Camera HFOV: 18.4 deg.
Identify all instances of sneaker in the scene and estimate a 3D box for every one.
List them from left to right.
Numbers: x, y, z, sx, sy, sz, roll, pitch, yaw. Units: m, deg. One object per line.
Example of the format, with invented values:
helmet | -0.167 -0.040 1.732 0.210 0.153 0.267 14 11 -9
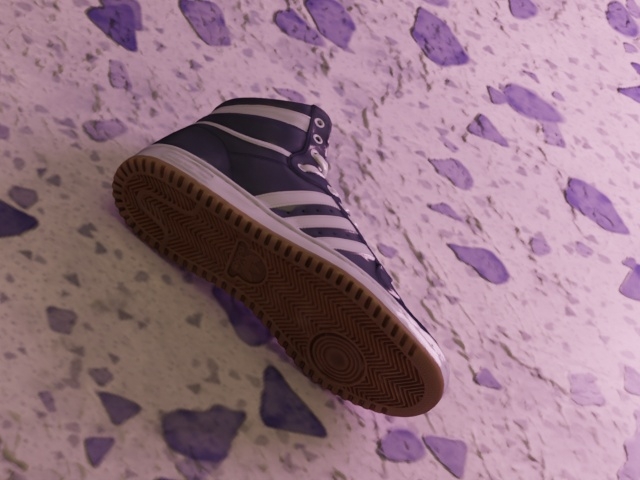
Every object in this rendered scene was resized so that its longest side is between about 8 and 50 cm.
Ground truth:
sneaker | 0.000 0.000 1.442 0.282 0.099 0.153 37 40 8
